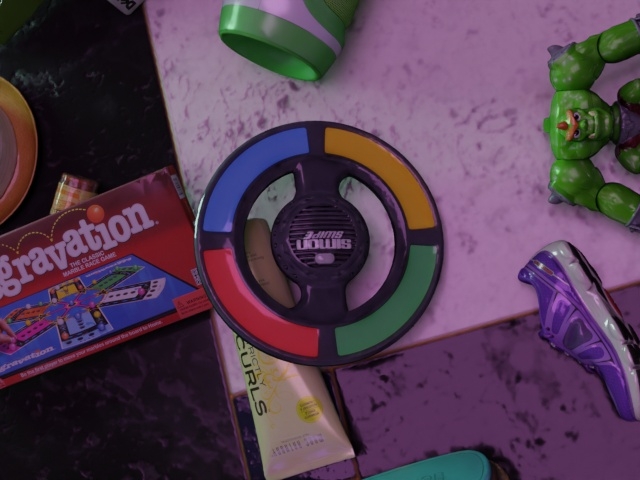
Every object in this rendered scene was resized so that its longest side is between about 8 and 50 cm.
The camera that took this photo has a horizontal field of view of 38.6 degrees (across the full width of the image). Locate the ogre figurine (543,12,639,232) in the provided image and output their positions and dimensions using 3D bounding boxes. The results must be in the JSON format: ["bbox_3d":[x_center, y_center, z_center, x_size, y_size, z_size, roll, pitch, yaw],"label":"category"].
[{"bbox_3d":[0.257,-0.098,0.793,0.118,0.097,0.197,-1,116,9],"label":"ogre figurine"}]

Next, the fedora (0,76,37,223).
[{"bbox_3d":[-0.397,-0.099,0.975,0.194,0.079,0.194,-3,79,15],"label":"fedora"}]

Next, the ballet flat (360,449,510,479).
[{"bbox_3d":[0.001,0.269,0.794,0.349,0.123,0.123,-13,77,14],"label":"ballet flat"}]

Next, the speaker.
[{"bbox_3d":[0.007,-0.310,0.879,0.131,0.131,0.296,21,86,18],"label":"speaker"}]

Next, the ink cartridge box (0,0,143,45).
[{"bbox_3d":[-0.260,-0.288,0.916,0.255,0.189,0.097,-44,74,5],"label":"ink cartridge box"}]

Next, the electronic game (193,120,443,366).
[{"bbox_3d":[0.000,0.000,0.832,0.229,0.048,0.229,2,77,-8],"label":"electronic game"}]

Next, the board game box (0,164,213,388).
[{"bbox_3d":[-0.247,0.043,0.910,0.281,0.027,0.145,-22,95,10],"label":"board game box"}]

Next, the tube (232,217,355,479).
[{"bbox_3d":[-0.044,0.099,0.857,0.062,0.070,0.240,-12,78,-29],"label":"tube"}]

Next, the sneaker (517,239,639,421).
[{"bbox_3d":[0.230,0.083,0.792,0.071,0.068,0.169,-36,64,22],"label":"sneaker"}]

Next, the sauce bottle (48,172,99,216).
[{"bbox_3d":[-0.263,-0.004,0.940,0.042,0.042,0.128,16,92,17],"label":"sauce bottle"}]
